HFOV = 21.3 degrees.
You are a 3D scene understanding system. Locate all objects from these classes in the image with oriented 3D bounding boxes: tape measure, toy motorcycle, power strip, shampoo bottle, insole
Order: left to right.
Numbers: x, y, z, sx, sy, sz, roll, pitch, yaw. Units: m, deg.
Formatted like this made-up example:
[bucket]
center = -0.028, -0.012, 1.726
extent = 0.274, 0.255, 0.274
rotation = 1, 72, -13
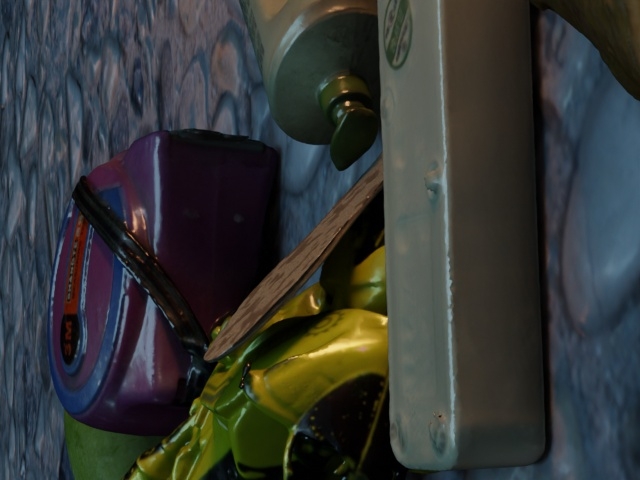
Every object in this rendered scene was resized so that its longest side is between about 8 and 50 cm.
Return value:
[tape measure]
center = -0.121, 0.040, 1.350
extent = 0.245, 0.149, 0.231
rotation = -8, 78, 64
[toy motorcycle]
center = -0.024, 0.127, 1.040
extent = 0.342, 0.142, 0.206
rotation = -54, 13, 32
[shampoo bottle]
center = -0.003, -0.144, 1.091
extent = 0.234, 0.087, 0.118
rotation = -107, 26, -42
[insole]
center = 0.000, 0.000, 0.989
extent = 0.193, 0.006, 0.065
rotation = -48, 14, -15
[power strip]
center = 0.072, -0.072, 0.907
extent = 0.091, 0.062, 0.385
rotation = 162, 108, -70

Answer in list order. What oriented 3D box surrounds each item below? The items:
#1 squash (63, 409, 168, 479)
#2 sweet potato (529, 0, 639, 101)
[squash]
center = -0.141, 0.234, 1.427
extent = 0.118, 0.118, 0.370
rotation = 110, 151, -43
[sweet potato]
center = 0.113, -0.156, 0.706
extent = 0.337, 0.131, 0.131
rotation = -123, 39, -57
